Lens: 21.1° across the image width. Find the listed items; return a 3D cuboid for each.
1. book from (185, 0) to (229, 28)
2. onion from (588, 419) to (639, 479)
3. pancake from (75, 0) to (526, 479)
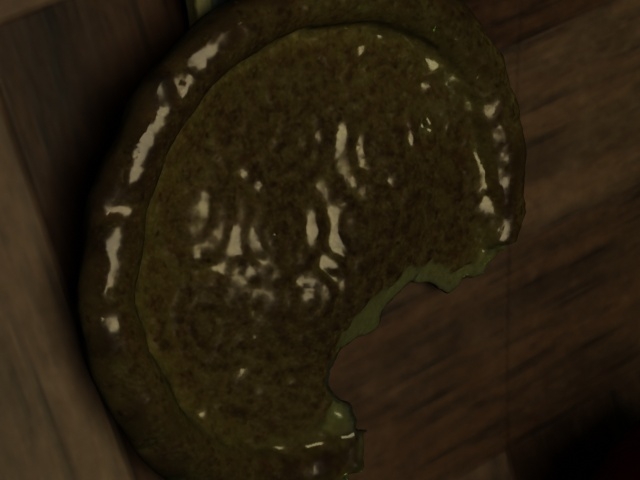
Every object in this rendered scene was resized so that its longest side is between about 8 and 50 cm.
[{"bbox_3d":[0.056,-0.237,0.882,0.322,0.018,0.228,-26,129,-28],"label":"book"},{"bbox_3d":[0.301,0.248,0.955,0.341,0.341,0.341,-4,98,-32],"label":"onion"},{"bbox_3d":[0.000,0.000,0.896,0.288,0.033,0.286,-15,108,-34],"label":"pancake"}]
